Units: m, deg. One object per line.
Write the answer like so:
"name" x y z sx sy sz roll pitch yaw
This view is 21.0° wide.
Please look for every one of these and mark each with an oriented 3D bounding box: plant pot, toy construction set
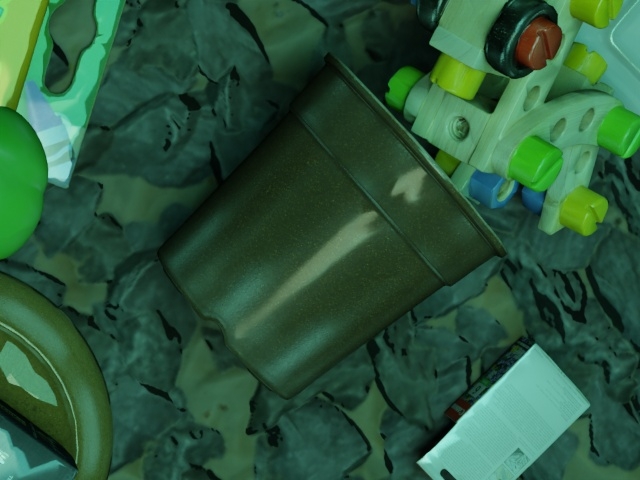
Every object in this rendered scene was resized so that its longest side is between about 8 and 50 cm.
"plant pot" 0.000 0.000 1.069 0.165 0.167 0.167 -42 105 3
"plant pot" -0.245 0.129 1.080 0.236 0.032 0.236 -2 97 -14
"toy construction set" 0.149 -0.165 1.053 0.215 0.151 0.328 5 99 -57

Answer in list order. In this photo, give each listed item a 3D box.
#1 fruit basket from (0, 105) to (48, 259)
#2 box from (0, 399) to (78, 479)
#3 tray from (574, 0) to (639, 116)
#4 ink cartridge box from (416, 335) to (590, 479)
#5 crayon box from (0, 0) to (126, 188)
"fruit basket" -0.339 -0.019 0.859 0.392 0.392 0.283 38 44 -16
"box" -0.286 0.171 1.026 0.183 0.059 0.233 38 86 -16
"tray" 0.292 -0.101 1.191 0.270 0.030 0.145 43 87 -16
"ink cartridge box" 0.121 0.128 1.177 0.115 0.029 0.063 -44 106 -4
"crayon box" -0.268 -0.165 1.008 0.323 0.083 0.203 16 93 -17
